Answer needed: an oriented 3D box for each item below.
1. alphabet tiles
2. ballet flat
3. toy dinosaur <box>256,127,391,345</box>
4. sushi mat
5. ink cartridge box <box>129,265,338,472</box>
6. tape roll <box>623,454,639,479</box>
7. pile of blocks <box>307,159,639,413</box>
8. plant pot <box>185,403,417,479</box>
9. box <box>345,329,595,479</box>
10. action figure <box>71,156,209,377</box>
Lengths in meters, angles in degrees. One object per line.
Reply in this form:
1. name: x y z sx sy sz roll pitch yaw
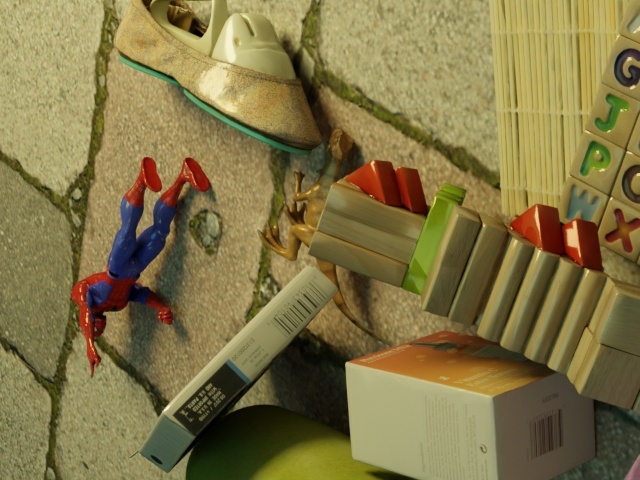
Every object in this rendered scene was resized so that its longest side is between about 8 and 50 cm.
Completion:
1. alphabet tiles: 0.294 -0.051 0.965 0.237 0.009 0.198 33 120 34
2. ballet flat: -0.103 -0.186 1.329 0.316 0.108 0.106 31 108 39
3. toy dinosaur: 0.000 0.000 1.287 0.112 0.064 0.211 5 104 47
4. sushi mat: 0.194 -0.169 1.058 0.151 0.019 0.316 6 105 48
5. ink cartridge box: -0.088 0.133 1.298 0.045 0.206 0.208 44 154 1
6. tape roll: 0.304 0.243 0.846 0.275 0.275 0.090 43 129 33
7. pile of blocks: 0.156 0.014 1.076 0.362 0.149 0.112 27 106 30
8. plant pot: -0.014 0.290 1.257 0.293 0.275 0.274 44 131 52
9. box: 0.126 0.144 1.132 0.170 0.130 0.091 8 107 47
10. action figure: -0.206 0.047 1.504 0.280 0.092 0.139 -53 49 41
